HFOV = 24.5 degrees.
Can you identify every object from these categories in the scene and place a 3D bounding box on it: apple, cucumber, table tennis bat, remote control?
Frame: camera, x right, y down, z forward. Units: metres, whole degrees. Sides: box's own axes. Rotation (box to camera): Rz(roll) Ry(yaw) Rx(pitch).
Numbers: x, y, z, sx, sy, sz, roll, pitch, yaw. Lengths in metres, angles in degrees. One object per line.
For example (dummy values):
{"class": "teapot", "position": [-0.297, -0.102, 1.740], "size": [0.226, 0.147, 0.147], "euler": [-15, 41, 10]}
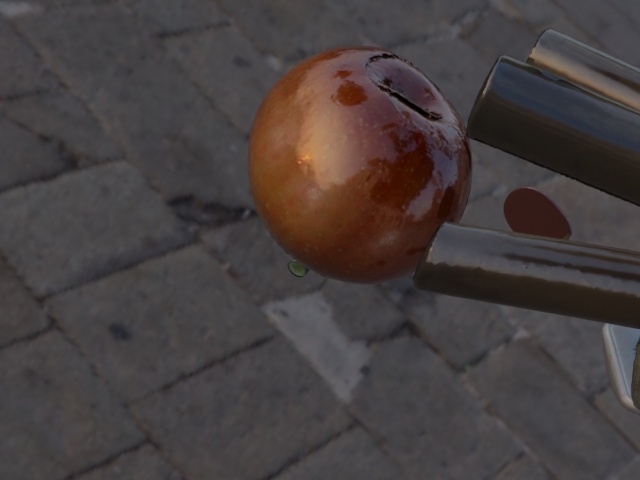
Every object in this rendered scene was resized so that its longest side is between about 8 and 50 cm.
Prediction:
{"class": "apple", "position": [0.040, -0.076, 1.319], "size": [0.210, 0.173, 0.235], "euler": [14, 42, -34]}
{"class": "cucumber", "position": [0.000, 0.000, 2.051], "size": [0.032, 0.032, 0.133], "euler": [38, 50, 2]}
{"class": "table tennis bat", "position": [0.309, -0.007, 1.977], "size": [0.156, 0.087, 0.013], "euler": [49, 47, 1]}
{"class": "remote control", "position": [0.406, 0.176, 1.526], "size": [0.313, 0.055, 0.109], "euler": [24, 40, -31]}

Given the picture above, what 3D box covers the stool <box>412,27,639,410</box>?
{"class": "stool", "position": [0.234, -0.079, 1.027], "size": [0.226, 0.310, 0.310], "euler": [25, 61, 6]}
